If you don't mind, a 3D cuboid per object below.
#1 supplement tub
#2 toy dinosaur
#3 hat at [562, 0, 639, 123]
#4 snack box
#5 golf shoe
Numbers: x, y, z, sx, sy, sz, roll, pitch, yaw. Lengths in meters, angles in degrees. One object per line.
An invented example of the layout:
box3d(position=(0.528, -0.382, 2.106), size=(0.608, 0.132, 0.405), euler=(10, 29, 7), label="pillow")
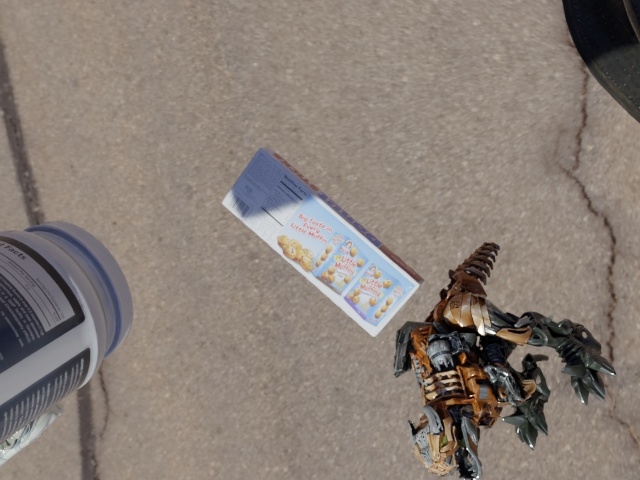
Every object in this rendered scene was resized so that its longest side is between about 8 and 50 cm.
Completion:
box3d(position=(-0.342, 0.103, 0.722), size=(0.191, 0.272, 0.191), euler=(12, 116, 25), label="supplement tub")
box3d(position=(0.192, 0.121, 0.819), size=(0.218, 0.322, 0.164), euler=(24, 157, -7), label="toy dinosaur")
box3d(position=(0.263, -0.162, 0.444), size=(0.331, 0.134, 0.331), euler=(31, 139, 32), label="hat")
box3d(position=(0.000, 0.000, 0.617), size=(0.178, 0.022, 0.064), euler=(41, 111, 8), label="snack box")
box3d(position=(-0.401, 0.257, 0.937), size=(0.176, 0.086, 0.069), euler=(-35, 71, 29), label="golf shoe")
